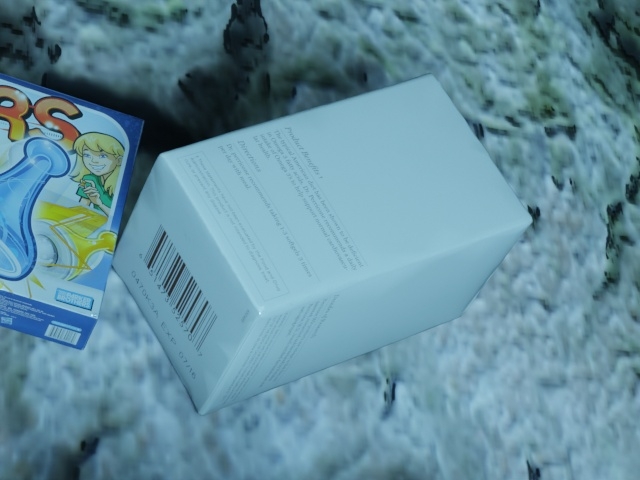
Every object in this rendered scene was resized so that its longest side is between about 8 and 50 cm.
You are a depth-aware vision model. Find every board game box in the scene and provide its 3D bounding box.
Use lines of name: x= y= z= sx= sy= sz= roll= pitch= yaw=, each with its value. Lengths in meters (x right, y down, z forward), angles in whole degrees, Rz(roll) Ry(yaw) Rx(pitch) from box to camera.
board game box: x=-0.201 y=-0.034 z=1.029 sx=0.201 sy=0.035 sz=0.136 roll=17 pitch=51 yaw=-12

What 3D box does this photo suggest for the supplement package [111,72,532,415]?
supplement package: x=0.000 y=0.000 z=1.048 sx=0.179 sy=0.105 sz=0.105 roll=-18 pitch=64 yaw=-32
